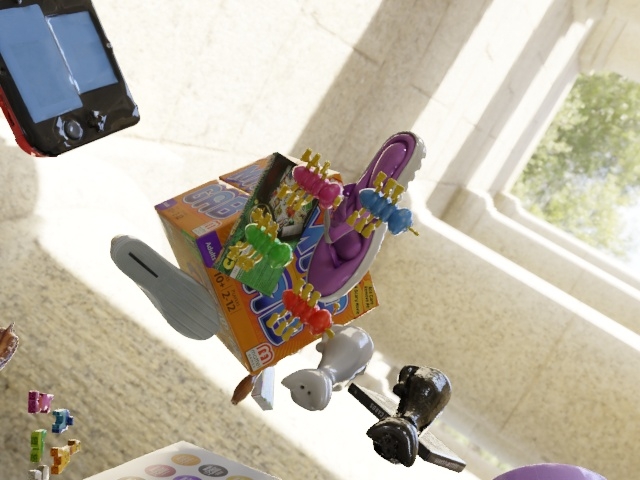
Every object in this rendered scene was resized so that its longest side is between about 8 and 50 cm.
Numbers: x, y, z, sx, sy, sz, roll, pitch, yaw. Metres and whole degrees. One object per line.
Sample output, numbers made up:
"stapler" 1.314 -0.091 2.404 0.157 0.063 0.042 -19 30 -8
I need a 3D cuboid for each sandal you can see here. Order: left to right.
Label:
"sandal" 0.070 -0.068 1.384 0.102 0.169 0.416 41 71 -34

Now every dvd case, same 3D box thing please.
"dvd case" 0.182 0.396 1.424 0.029 0.239 0.179 -56 138 0

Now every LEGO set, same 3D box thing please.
"LEGO set" -0.588 0.445 1.498 0.093 0.087 0.227 12 78 -79

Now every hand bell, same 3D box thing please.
"hand bell" -0.156 0.324 1.692 0.242 0.126 0.126 -54 165 -46

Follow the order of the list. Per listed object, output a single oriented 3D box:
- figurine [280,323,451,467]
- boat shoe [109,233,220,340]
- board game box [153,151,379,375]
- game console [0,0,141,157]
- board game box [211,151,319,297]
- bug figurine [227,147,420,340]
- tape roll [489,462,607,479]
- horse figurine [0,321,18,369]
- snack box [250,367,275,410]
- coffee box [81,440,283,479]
"figurine" 0.063 0.217 0.946 0.092 0.215 0.209 -67 165 18
"boat shoe" -0.321 0.090 1.405 0.109 0.094 0.302 -40 119 -6
"board game box" -0.135 0.035 1.629 0.357 0.357 0.356 -27 115 -20
"game console" -0.575 -0.394 1.457 0.342 0.060 0.386 -40 116 -50
"board game box" -0.097 -0.031 1.330 0.136 0.030 0.259 32 82 -31
"bug figurine" 0.000 0.000 0.978 0.279 0.216 0.072 -52 163 13
"tape roll" 0.393 0.513 1.151 0.090 0.275 0.274 -79 -170 -60
"horse figurine" -0.430 0.173 0.741 0.175 0.263 0.066 -6 105 -21
"snack box" -0.169 0.419 1.984 0.100 0.037 0.141 65 18 -46
"coffee box" -0.217 0.555 1.024 0.338 0.335 0.337 1 99 -62
